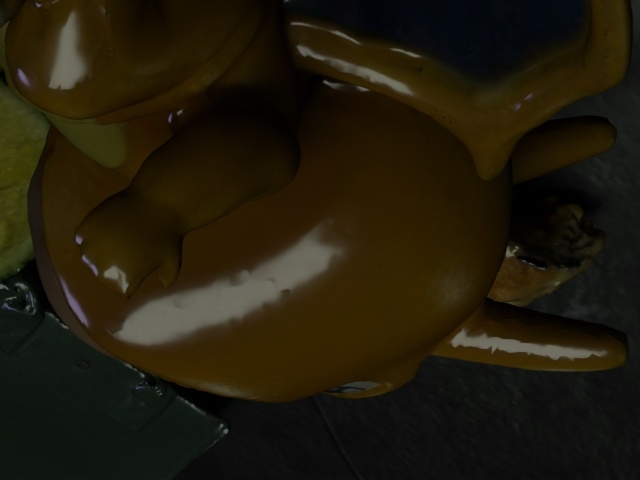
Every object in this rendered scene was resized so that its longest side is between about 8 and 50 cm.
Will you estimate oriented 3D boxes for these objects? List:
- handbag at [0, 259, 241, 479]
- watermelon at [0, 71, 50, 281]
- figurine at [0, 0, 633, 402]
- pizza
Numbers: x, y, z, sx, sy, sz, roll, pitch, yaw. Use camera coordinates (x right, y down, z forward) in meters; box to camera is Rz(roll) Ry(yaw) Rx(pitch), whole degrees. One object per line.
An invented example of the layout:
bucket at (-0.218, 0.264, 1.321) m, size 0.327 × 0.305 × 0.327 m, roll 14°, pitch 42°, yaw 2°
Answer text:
handbag at (-0.224, 0.123, 1.152) m, size 0.247 × 0.079 × 0.260 m, roll 37°, pitch 130°, yaw -15°
watermelon at (-0.321, -0.100, 0.907) m, size 0.331 × 0.189 × 0.330 m, roll -11°, pitch 149°, yaw -7°
figurine at (-0.023, -0.063, 0.686) m, size 0.401 × 0.268 × 0.387 m, roll 21°, pitch 162°, yaw 41°
pizza at (0.000, 0.000, 0.956) m, size 0.365 × 0.074 × 0.182 m, roll -9°, pitch 127°, yaw 29°
